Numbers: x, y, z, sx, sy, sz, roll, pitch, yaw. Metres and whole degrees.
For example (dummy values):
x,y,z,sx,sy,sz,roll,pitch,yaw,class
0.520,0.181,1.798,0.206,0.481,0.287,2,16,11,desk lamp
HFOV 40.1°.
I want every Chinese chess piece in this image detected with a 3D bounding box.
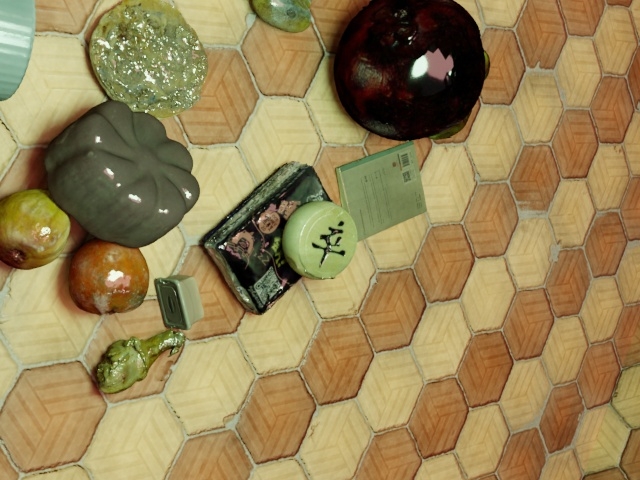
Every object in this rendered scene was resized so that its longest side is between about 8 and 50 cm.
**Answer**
x,y,z,sx,sy,sz,roll,pitch,yaw,class
0.000,0.000,2.063,0.188,0.083,0.188,-10,107,-34,Chinese chess piece

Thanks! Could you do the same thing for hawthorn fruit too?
x,y,z,sx,sy,sz,roll,pitch,yaw,class
-0.443,0.072,1.831,0.173,0.173,0.173,-5,98,-37,hawthorn fruit

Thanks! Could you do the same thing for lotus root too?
x,y,z,sx,sy,sz,roll,pitch,yaw,class
-0.101,-0.561,2.072,0.192,0.088,0.113,15,69,-37,lotus root

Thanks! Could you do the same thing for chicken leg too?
x,y,z,sx,sy,sz,roll,pitch,yaw,class
-0.397,0.250,1.932,0.228,0.088,0.103,-34,101,-26,chicken leg

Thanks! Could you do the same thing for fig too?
x,y,z,sx,sy,sz,roll,pitch,yaw,class
-0.552,-0.059,1.767,0.159,0.159,0.257,56,42,-27,fig

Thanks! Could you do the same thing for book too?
x,y,z,sx,sy,sz,roll,pitch,yaw,class
0.169,-0.133,2.362,0.283,0.025,0.215,-21,106,-35,book

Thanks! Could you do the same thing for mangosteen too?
x,y,z,sx,sy,sz,roll,pitch,yaw,class
0.247,-0.418,2.177,0.421,0.381,0.381,26,79,-36,mangosteen

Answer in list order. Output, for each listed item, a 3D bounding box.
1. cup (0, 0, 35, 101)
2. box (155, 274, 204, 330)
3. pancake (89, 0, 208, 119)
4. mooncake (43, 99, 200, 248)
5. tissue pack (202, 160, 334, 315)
x,y,z,sx,sy,sz,roll,pitch,yaw,class
-0.692,-0.352,1.538,0.311,0.257,0.331,5,90,-39,cup
-0.316,0.136,1.984,0.062,0.089,0.122,-24,109,-44,box
-0.371,-0.392,1.907,0.282,0.049,0.282,-5,98,-38,pancake
-0.395,-0.139,1.787,0.306,0.154,0.306,34,39,-34,mooncake
-0.103,-0.006,2.112,0.332,0.123,0.245,-44,124,-22,tissue pack
